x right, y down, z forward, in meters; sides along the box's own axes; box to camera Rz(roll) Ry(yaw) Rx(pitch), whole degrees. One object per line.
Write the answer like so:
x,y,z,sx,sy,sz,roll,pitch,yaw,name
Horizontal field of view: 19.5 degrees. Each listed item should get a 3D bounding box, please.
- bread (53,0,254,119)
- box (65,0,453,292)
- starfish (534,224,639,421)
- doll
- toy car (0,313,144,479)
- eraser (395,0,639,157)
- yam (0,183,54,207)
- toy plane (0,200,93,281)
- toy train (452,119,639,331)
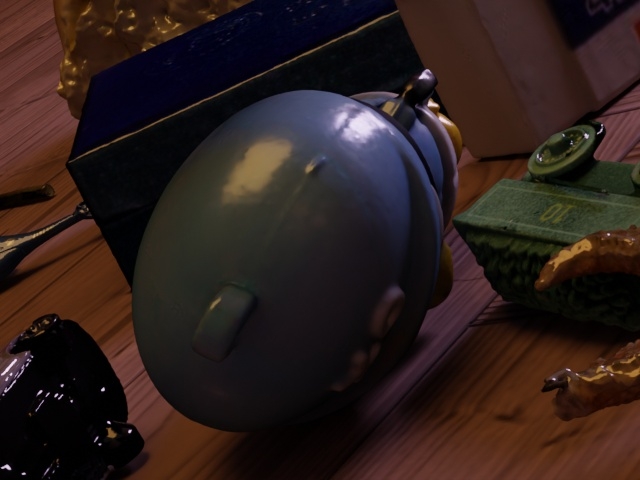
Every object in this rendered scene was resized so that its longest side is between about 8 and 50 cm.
-0.082,-0.248,1.680,0.315,0.211,0.270,-10,23,37,bread
-0.031,-0.105,1.357,0.279,0.116,0.261,-24,17,5,box
0.224,0.014,0.707,0.302,0.060,0.299,-15,26,19,starfish
0.000,0.000,0.947,0.177,0.141,0.314,-63,-10,23,doll
-0.174,0.123,0.938,0.108,0.089,0.210,-24,20,28,toy car
0.182,-0.174,1.208,0.279,0.124,0.081,-37,19,-30,eraser
-0.276,-0.039,1.684,0.107,0.014,0.014,-9,24,46,yam
-0.236,0.009,1.441,0.167,0.054,0.062,-27,42,2,toy plane
0.135,-0.004,0.887,0.099,0.070,0.172,-42,21,-15,toy train
